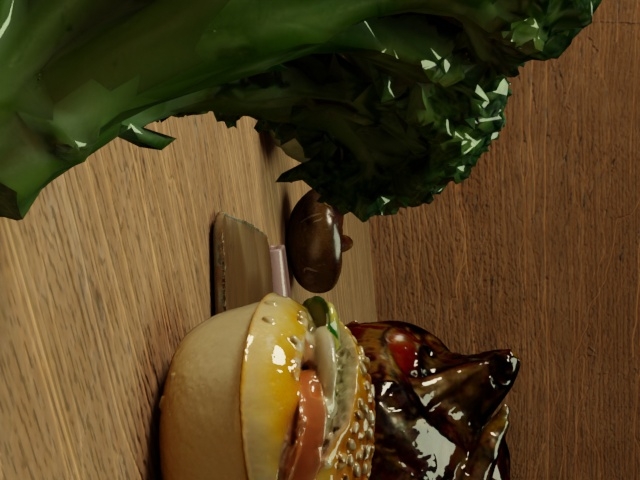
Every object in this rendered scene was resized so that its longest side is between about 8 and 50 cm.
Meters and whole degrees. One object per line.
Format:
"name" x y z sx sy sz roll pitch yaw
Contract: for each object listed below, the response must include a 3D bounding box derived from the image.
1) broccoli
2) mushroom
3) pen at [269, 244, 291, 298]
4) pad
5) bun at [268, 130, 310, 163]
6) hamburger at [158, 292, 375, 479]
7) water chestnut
"broccoli" -0.052 -0.122 0.450 0.275 0.308 0.308 -53 158 -19
"mushroom" -0.002 0.000 1.582 0.170 0.080 0.135 45 56 -82
"pen" -0.043 0.104 1.369 0.053 0.032 0.197 -56 141 -81
"pad" -0.066 0.126 1.186 0.284 0.018 0.286 36 52 -82
"bun" -0.001 -0.191 1.428 0.204 0.126 0.212 -67 170 6
"hamburger" -0.033 0.150 0.889 0.237 0.147 0.237 1 90 -85
"water chestnut" 0.070 0.204 1.212 0.289 0.244 0.289 0 90 -85
